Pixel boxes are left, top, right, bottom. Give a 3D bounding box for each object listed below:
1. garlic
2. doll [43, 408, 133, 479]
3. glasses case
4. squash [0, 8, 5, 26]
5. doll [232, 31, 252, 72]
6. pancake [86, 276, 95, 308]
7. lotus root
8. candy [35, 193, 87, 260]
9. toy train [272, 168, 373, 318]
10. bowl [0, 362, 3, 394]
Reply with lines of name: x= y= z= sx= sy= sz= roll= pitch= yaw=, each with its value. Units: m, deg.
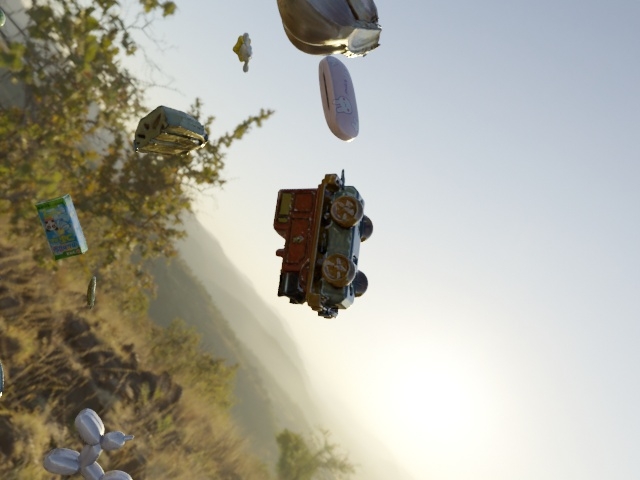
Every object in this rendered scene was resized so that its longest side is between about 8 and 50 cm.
garlic: x=0.010 y=-0.544 z=1.386 sx=0.292 sy=0.237 sz=0.210 roll=47 pitch=-9 yaw=3
doll: x=-0.420 y=0.415 z=1.126 sx=0.160 sy=0.161 sz=0.059 roll=36 pitch=-2 yaw=-10
glasses case: x=0.056 y=-0.439 z=1.863 sx=0.113 sy=0.075 sz=0.297 roll=17 pitch=55 yaw=-43
squash: x=-0.898 y=-0.590 z=1.496 sx=0.069 sy=0.069 sz=0.238 roll=45 pitch=19 yaw=27
doll: x=-0.273 y=-0.686 z=2.172 sx=0.135 sy=0.071 sz=0.113 roll=109 pitch=-32 yaw=-53
pancake: x=-0.819 y=0.186 z=2.170 sx=0.129 sy=0.022 sz=0.116 roll=-28 pitch=-120 yaw=58
lotus root: x=-0.318 y=-0.237 z=1.306 sx=0.144 sy=0.143 sz=0.070 roll=5 pitch=68 yaw=-54
candy: x=-0.828 y=-0.042 z=1.941 sx=0.062 sy=0.097 sz=0.195 roll=-112 pitch=-172 yaw=-75
toy train: x=0.000 y=0.000 z=1.452 sx=0.231 sy=0.370 sz=0.163 roll=2 pitch=-17 yaw=19
bowl: x=-0.872 y=0.282 z=1.329 sx=0.307 sy=0.163 sz=0.307 roll=-23 pitch=90 yaw=-88
